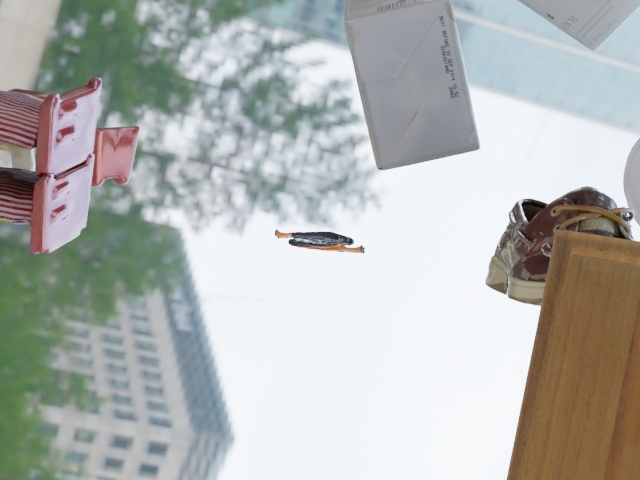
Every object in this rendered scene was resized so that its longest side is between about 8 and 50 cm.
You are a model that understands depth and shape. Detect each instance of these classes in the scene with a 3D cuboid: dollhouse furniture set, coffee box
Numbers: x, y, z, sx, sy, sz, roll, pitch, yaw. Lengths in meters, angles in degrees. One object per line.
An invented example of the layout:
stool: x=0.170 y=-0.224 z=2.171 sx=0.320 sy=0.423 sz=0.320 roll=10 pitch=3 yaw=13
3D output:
dollhouse furniture set: x=-0.294 y=-0.116 z=1.605 sx=0.374 sy=0.201 sz=0.152 roll=-47 pitch=147 yaw=-71
coffee box: x=0.100 y=-0.203 z=1.802 sx=0.297 sy=0.119 sz=0.168 roll=-84 pitch=162 yaw=-73

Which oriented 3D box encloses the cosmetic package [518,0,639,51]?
cosmetic package: x=0.312 y=-0.380 z=1.930 sx=0.138 sy=0.225 sz=0.224 roll=-57 pitch=-177 yaw=-25

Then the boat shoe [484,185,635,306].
boat shoe: x=0.246 y=0.006 z=1.561 sx=0.342 sy=0.123 sz=0.123 roll=-152 pitch=-107 yaw=-82

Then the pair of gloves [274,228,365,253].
pair of gloves: x=0.000 y=0.000 z=1.484 sx=0.083 sy=0.074 sz=0.010 roll=39 pitch=57 yaw=-75

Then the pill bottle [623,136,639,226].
pill bottle: x=0.514 y=-0.098 z=2.004 sx=0.169 sy=0.301 sz=0.169 roll=11 pitch=-69 yaw=32

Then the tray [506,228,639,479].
tray: x=0.205 y=0.212 z=0.966 sx=0.203 sy=0.076 sz=0.411 roll=10 pitch=-95 yaw=29
